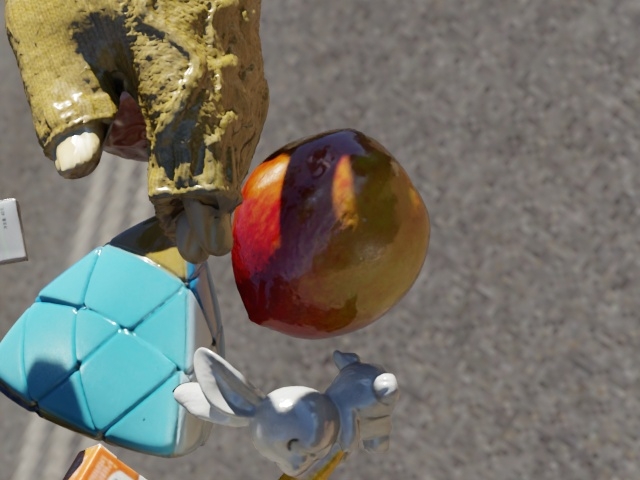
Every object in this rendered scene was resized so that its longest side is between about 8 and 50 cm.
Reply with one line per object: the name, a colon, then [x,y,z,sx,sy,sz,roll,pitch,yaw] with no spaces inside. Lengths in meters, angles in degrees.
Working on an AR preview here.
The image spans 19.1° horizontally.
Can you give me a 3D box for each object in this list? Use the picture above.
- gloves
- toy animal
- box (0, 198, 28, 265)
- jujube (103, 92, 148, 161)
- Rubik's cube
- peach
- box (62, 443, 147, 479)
gloves: [-0.132,-0.151,1.434,0.155,0.203,0.356,-29,73,41]
toy animal: [-0.030,0.161,1.708,0.131,0.182,0.127,104,149,-51]
box: [-0.354,0.011,1.574,0.039,0.218,0.055,129,129,-81]
jujube: [-0.167,-0.161,1.873,0.174,0.174,0.250,-57,-12,1]
Rubik's cube: [-0.161,0.095,1.796,0.254,0.254,0.254,-46,23,26]
peach: [0.000,0.000,1.749,0.197,0.197,0.197,-46,23,26]
box: [-0.156,0.355,1.579,0.048,0.265,0.273,-24,32,54]
